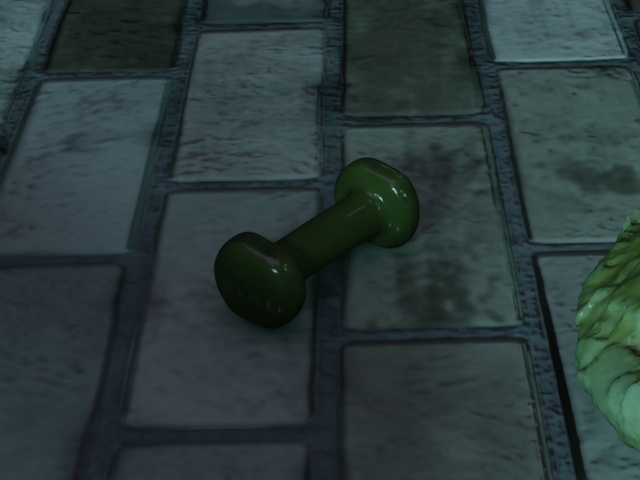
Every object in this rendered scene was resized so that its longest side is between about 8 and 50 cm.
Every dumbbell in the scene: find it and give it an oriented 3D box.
[{"bbox_3d":[0.000,0.000,0.799,0.052,0.046,0.118,25,40,30],"label":"dumbbell"}]

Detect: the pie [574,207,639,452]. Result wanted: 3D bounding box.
[{"bbox_3d":[0.260,0.032,0.707,0.306,0.071,0.306,-1,29,0],"label":"pie"}]
